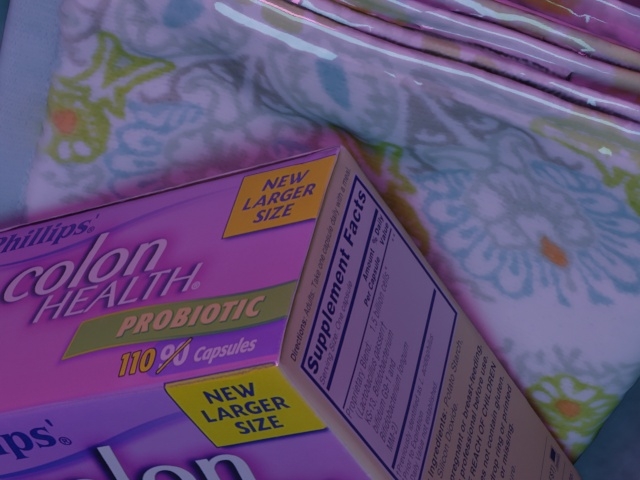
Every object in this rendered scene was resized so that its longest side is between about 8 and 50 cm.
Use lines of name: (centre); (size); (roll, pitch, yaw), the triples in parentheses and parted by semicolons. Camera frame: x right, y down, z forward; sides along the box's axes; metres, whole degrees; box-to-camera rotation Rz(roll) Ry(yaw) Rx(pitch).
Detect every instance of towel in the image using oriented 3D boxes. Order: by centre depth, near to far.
towel: (0.000, 0.000, 0.910); (0.320, 0.090, 0.374); (22, 140, -2)

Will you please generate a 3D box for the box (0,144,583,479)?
box: (-0.033, 0.099, 0.881); (0.213, 0.117, 0.243); (-12, 132, 30)
